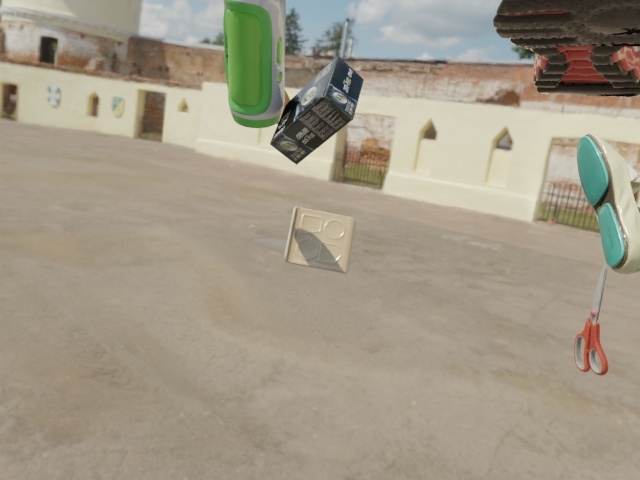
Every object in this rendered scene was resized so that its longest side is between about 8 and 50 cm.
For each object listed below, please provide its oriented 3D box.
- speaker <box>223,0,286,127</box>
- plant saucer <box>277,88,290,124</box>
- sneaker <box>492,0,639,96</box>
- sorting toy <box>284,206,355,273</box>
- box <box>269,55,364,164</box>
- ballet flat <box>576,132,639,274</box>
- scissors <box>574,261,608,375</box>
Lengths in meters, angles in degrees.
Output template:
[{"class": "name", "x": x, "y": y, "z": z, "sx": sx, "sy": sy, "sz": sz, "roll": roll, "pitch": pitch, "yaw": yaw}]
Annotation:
[{"class": "speaker", "x": -0.137, "y": -0.395, "z": 1.180, "sx": 0.131, "sy": 0.296, "sz": 0.131, "roll": 3, "pitch": 37, "yaw": -2}, {"class": "plant saucer", "x": -0.146, "y": -0.399, "z": 1.507, "sx": 0.200, "sy": 0.037, "sz": 0.200, "roll": 41, "pitch": -15, "yaw": 14}, {"class": "sneaker", "x": 0.202, "y": -0.204, "z": 0.413, "sx": 0.116, "sy": 0.136, "sz": 0.314, "roll": 8, "pitch": 3, "yaw": 22}, {"class": "sorting toy", "x": 0.000, "y": 0.000, "z": 1.775, "sx": 0.209, "sy": 0.192, "sz": 0.038, "roll": 12, "pitch": -21, "yaw": -6}, {"class": "box", "x": -0.008, "y": -0.267, "z": 1.155, "sx": 0.078, "sy": 0.147, "sz": 0.180, "roll": 36, "pitch": -44, "yaw": -23}, {"class": "ballet flat", "x": 0.471, "y": -0.061, "z": 0.880, "sx": 0.086, "sy": 0.248, "sz": 0.086, "roll": 0, "pitch": -25, "yaw": 0}, {"class": "scissors", "x": 0.658, "y": 0.190, "z": 1.361, "sx": 0.021, "sy": 0.296, "sz": 0.109, "roll": -8, "pitch": 10, "yaw": -11}]
